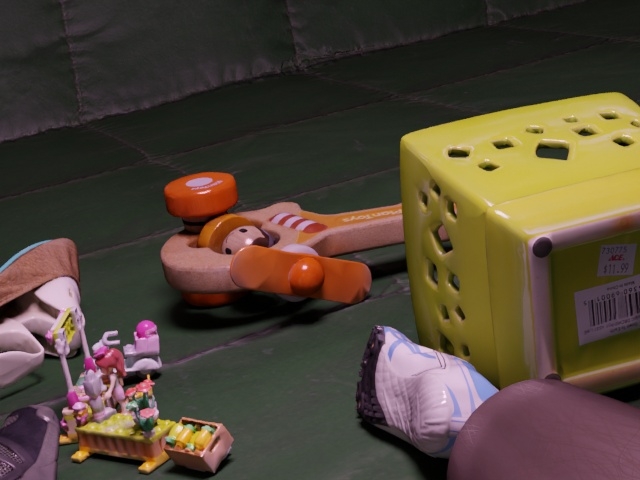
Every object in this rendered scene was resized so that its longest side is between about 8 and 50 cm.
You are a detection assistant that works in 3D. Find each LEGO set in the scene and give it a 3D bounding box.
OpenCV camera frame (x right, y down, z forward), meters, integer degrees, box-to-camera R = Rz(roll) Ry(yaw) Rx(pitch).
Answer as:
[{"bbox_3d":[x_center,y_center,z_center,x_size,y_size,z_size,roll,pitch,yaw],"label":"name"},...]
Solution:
[{"bbox_3d":[-0.183,0.127,1.231,0.132,0.107,0.287,-16,17,-17],"label":"LEGO set"}]

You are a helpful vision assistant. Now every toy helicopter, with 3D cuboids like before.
[{"bbox_3d":[0.000,0.000,1.505,0.355,0.140,0.235,-10,18,-8],"label":"toy helicopter"}]

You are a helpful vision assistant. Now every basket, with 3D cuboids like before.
[{"bbox_3d":[0.179,0.172,0.810,0.204,0.154,0.227,-13,13,-14],"label":"basket"}]

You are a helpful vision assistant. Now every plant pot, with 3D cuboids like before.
[{"bbox_3d":[0.214,0.017,1.181,0.228,0.227,0.207,-13,24,-13],"label":"plant pot"}]

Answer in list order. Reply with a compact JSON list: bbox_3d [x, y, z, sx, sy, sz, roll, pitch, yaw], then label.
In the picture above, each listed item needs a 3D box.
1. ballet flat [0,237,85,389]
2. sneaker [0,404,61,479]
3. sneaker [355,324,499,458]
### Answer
[{"bbox_3d":[-0.333,0.097,1.442,0.124,0.116,0.342,20,26,22],"label":"ballet flat"},{"bbox_3d":[-0.277,0.186,1.080,0.130,0.087,0.227,14,17,-12],"label":"sneaker"},{"bbox_3d":[0.090,0.129,1.138,0.086,0.085,0.237,12,6,-19],"label":"sneaker"}]
